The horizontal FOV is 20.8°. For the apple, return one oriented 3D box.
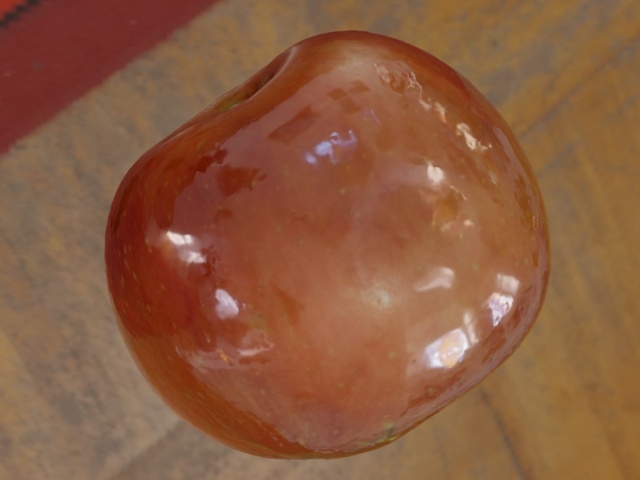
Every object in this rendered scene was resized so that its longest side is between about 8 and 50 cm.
[{"bbox_3d":[0.000,0.000,0.636,0.163,0.163,0.139,-45,113,-23],"label":"apple"}]
